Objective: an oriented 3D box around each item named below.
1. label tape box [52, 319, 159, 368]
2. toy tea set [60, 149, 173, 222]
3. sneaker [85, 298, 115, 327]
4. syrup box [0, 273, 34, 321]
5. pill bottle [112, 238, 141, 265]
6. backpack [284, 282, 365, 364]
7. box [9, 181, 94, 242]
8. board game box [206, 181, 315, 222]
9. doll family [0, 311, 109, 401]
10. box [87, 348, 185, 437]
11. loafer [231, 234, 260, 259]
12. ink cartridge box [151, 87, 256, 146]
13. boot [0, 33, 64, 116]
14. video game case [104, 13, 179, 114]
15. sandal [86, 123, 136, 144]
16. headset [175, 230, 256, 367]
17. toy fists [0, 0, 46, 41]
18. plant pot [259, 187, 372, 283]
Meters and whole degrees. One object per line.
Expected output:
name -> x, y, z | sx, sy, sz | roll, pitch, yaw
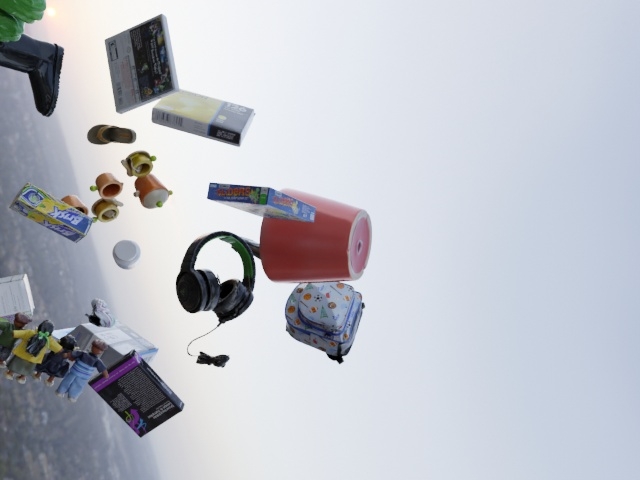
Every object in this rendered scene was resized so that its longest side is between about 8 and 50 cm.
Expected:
label tape box -> -0.835, 0.386, 1.967 | 0.333, 0.106, 0.240 | 30, 2, 12
toy tea set -> -0.617, -0.120, 1.561 | 0.124, 0.336, 0.200 | 51, -11, 23
sneaker -> -0.578, 0.186, 1.304 | 0.098, 0.069, 0.038 | 39, -78, 24
syrup box -> -0.807, 0.151, 1.178 | 0.093, 0.236, 0.096 | 11, -69, 63
pill bottle -> -0.772, 0.053, 2.030 | 0.180, 0.107, 0.108 | -32, -105, 68
backpack -> 0.003, 0.263, 1.819 | 0.263, 0.277, 0.213 | 9, -45, 17
box -> -0.639, -0.063, 1.215 | 0.059, 0.169, 0.054 | -25, -136, 36
board game box -> -0.112, -0.074, 1.019 | 0.136, 0.201, 0.035 | 7, -94, 24
doll family -> -0.448, 0.188, 0.848 | 0.193, 0.111, 0.076 | 37, -10, -36
box -> -0.372, 0.312, 1.032 | 0.162, 0.116, 0.029 | 54, 10, -13
loafer -> -0.265, 0.040, 1.928 | 0.267, 0.096, 0.084 | 17, -88, 17
ink cartridge box -> -0.396, -0.457, 1.795 | 0.307, 0.303, 0.072 | -83, -172, -53
boot -> -0.940, -0.535, 1.604 | 0.094, 0.207, 0.247 | 18, -82, 40
video game case -> -0.421, -0.413, 1.194 | 0.022, 0.173, 0.191 | 10, 67, -70
sandal -> -0.720, -0.360, 1.737 | 0.049, 0.180, 0.072 | -54, 148, -73
headset -> -0.291, 0.163, 1.478 | 0.185, 0.243, 0.394 | -5, -112, 42
toy fists -> -0.801, -0.596, 1.286 | 0.279, 0.142, 0.096 | -14, -114, 34
plant pot -> 0.000, 0.000, 1.408 | 0.243, 0.275, 0.275 | 7, -63, 22
